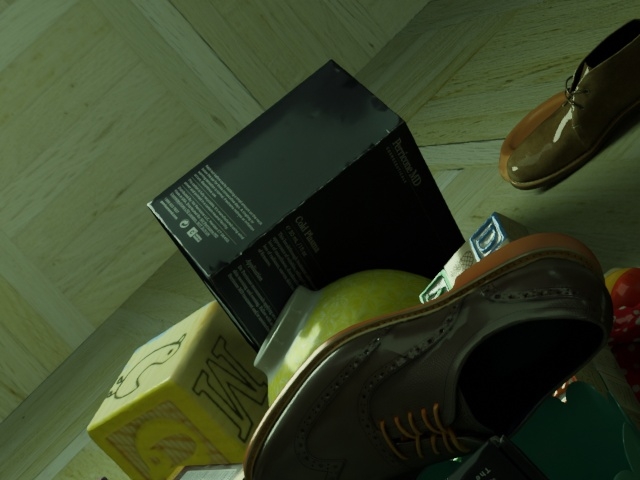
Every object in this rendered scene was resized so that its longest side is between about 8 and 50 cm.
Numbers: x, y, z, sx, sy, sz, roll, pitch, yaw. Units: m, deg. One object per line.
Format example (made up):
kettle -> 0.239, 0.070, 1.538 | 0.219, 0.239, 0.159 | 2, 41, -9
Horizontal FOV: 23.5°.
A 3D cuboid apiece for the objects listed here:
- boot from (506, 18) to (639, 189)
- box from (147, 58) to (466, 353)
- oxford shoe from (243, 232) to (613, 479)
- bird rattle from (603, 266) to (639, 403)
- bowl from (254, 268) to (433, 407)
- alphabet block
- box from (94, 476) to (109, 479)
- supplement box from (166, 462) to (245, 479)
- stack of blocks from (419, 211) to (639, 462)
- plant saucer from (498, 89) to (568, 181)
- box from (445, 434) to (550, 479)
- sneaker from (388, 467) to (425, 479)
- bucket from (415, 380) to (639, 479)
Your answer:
boot -> 0.369, -0.196, 2.169 | 0.305, 0.115, 0.112 | -41, 40, 13
box -> 0.000, 0.000, 2.033 | 0.312, 0.343, 0.179 | -38, 48, -6
oxford shoe -> 0.081, 0.131, 1.283 | 0.363, 0.130, 0.133 | -38, 20, 15
bird rattle -> 0.309, 0.073, 1.595 | 0.207, 0.143, 0.253 | -32, 10, -34
bowl -> 0.013, 0.142, 1.882 | 0.289, 0.156, 0.289 | -60, 3, 5
alphabet block -> -0.178, 0.241, 2.187 | 0.192, 0.193, 0.197 | -34, 17, 32
box -> -0.258, 0.418, 1.786 | 0.213, 0.243, 0.117 | -28, 20, 43
supplement box -> -0.089, 0.351, 1.651 | 0.129, 0.191, 0.194 | -49, 16, -27
stack of blocks -> 0.190, 0.136, 1.482 | 0.171, 0.087, 0.297 | -49, 36, 25
plant saucer -> 0.346, -0.168, 2.332 | 0.200, 0.037, 0.200 | -37, 16, 12
box -> 0.083, 0.372, 0.982 | 0.395, 0.318, 0.097 | -42, -24, -2
sneaker -> 0.064, 0.290, 1.711 | 0.082, 0.069, 0.209 | -53, 6, 42
bucket -> 0.186, 0.270, 1.217 | 0.281, 0.183, 0.281 | -38, 15, 12
